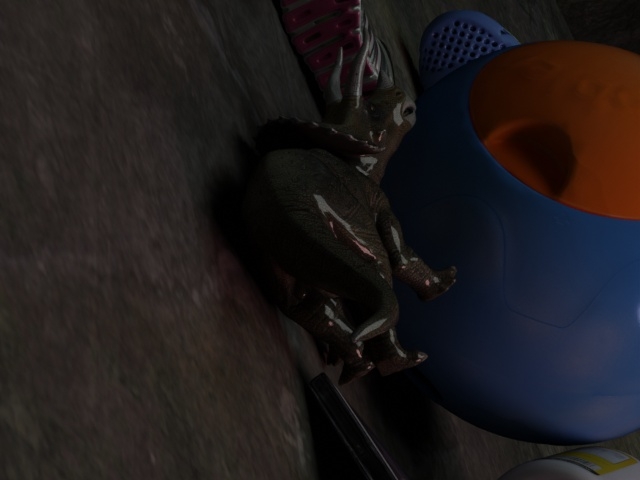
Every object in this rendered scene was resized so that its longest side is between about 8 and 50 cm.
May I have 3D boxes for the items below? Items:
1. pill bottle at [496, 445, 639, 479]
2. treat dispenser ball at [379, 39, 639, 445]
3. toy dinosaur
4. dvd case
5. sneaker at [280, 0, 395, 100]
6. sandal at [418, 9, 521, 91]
[{"bbox_3d":[0.178,0.193,1.214,0.184,0.103,0.103,6,64,-66],"label":"pill bottle"},{"bbox_3d":[0.169,0.002,1.280,0.288,0.288,0.288,-21,90,-76],"label":"treat dispenser ball"},{"bbox_3d":[0.000,0.000,1.081,0.160,0.121,0.313,54,22,-9],"label":"toy dinosaur"},{"bbox_3d":[0.074,0.192,1.111,0.164,0.018,0.221,55,1,43],"label":"dvd case"},{"bbox_3d":[0.016,-0.154,1.398,0.075,0.063,0.170,-66,135,-75],"label":"sneaker"},{"bbox_3d":[0.175,-0.083,1.764,0.138,0.126,0.317,10,59,-69],"label":"sandal"}]
